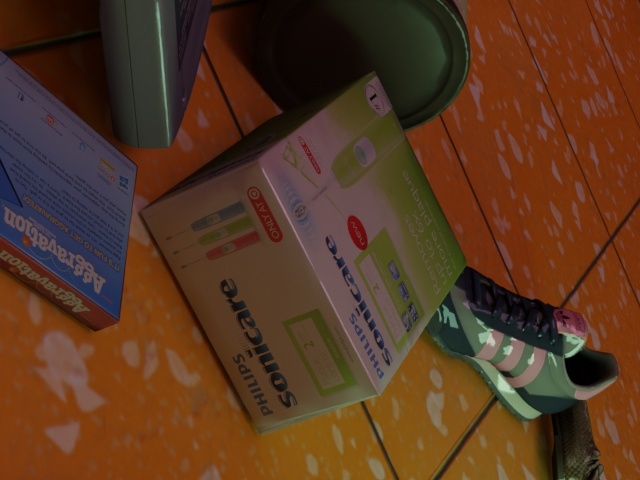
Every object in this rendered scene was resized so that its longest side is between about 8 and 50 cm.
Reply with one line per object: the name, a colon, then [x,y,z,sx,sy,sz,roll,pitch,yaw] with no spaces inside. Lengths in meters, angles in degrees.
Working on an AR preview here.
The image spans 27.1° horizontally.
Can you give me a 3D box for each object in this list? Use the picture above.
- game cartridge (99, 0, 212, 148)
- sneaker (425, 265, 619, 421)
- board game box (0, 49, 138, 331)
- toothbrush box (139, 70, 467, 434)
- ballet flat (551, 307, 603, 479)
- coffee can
game cartridge: [-0.120,-0.223,1.036,0.198,0.062,0.297,98,-1,-47]
sneaker: [0.212,0.086,1.442,0.319,0.131,0.112,40,39,-43]
board game box: [-0.225,-0.067,0.865,0.281,0.027,0.145,43,35,-41]
toothbrush box: [0.000,0.000,1.128,0.206,0.122,0.283,63,29,-9]
ballet flat: [0.305,0.191,1.590,0.084,0.058,0.250,84,9,-51]
coffee can: [0.047,-0.267,1.322,0.201,0.201,0.275,47,33,-36]
